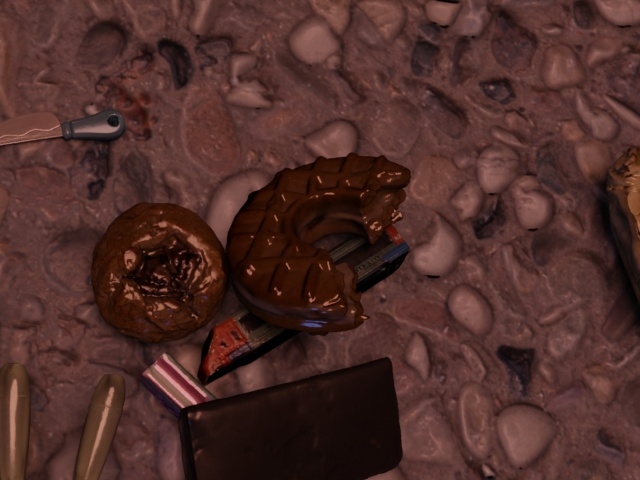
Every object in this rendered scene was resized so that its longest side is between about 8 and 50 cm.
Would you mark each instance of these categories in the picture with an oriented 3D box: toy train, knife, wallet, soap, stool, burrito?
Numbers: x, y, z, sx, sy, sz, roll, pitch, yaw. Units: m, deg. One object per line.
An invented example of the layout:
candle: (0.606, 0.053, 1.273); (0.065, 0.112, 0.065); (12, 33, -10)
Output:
toy train: (-0.039, 0.099, 1.690); (0.409, 0.086, 0.089); (-30, 79, -20)
knife: (-0.446, -0.186, 1.695); (0.244, 0.032, 0.058); (-5, 79, -12)
wallet: (-0.032, 0.312, 1.613); (0.377, 0.051, 0.197); (-11, 98, -26)
soap: (-0.210, 0.245, 1.598); (0.149, 0.100, 0.056); (44, 71, -2)
stool: (-0.389, 0.294, 1.488); (0.195, 0.195, 0.199); (6, 72, -13)
burrito: (0.610, -0.003, 1.866); (0.190, 0.135, 0.332); (-8, 74, -26)

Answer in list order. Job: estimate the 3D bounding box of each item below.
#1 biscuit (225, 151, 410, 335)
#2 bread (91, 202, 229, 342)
biscuit: (-0.014, -0.008, 1.643); (0.268, 0.115, 0.366); (6, 43, 19)
bread: (-0.250, 0.047, 1.631); (0.230, 0.123, 0.230); (5, 72, -15)
